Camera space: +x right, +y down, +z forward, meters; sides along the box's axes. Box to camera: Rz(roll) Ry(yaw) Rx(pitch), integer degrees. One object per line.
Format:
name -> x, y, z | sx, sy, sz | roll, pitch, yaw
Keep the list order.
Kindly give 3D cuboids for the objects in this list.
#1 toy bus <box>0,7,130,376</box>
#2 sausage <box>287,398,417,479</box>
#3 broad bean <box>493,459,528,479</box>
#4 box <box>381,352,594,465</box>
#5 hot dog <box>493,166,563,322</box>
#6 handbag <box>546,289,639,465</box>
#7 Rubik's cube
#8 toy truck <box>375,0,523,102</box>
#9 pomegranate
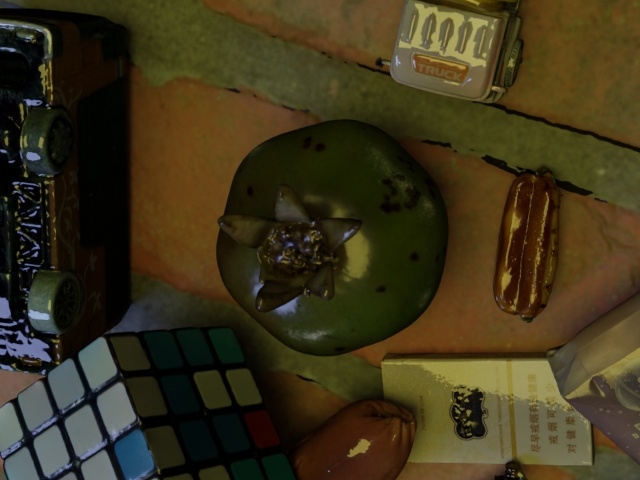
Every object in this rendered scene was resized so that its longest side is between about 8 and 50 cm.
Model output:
toy bus -> -0.237, -0.049, 0.974 | 0.138, 0.167, 0.275 | 6, 108, 15
sausage -> -0.068, 0.280, 1.032 | 0.088, 0.088, 0.433 | 43, 112, 4
broad bean -> 0.073, 0.262, 1.011 | 0.254, 0.046, 0.065 | -31, 107, 21
box -> 0.135, 0.137, 0.978 | 0.167, 0.024, 0.090 | -2, 101, 17
hot dog -> 0.163, 0.003, 0.938 | 0.049, 0.037, 0.122 | 14, 100, 25
handbag -> 0.268, 0.079, 0.892 | 0.173, 0.095, 0.117 | -37, 123, 21
Rubik's cube -> -0.138, 0.169, 0.945 | 0.155, 0.151, 0.154 | -36, 69, 29
toy truck -> 0.110, -0.211, 0.863 | 0.098, 0.114, 0.227 | 15, 106, 12
pomegranate -> 0.000, 0.000, 0.885 | 0.181, 0.224, 0.181 | 1, 94, 18
